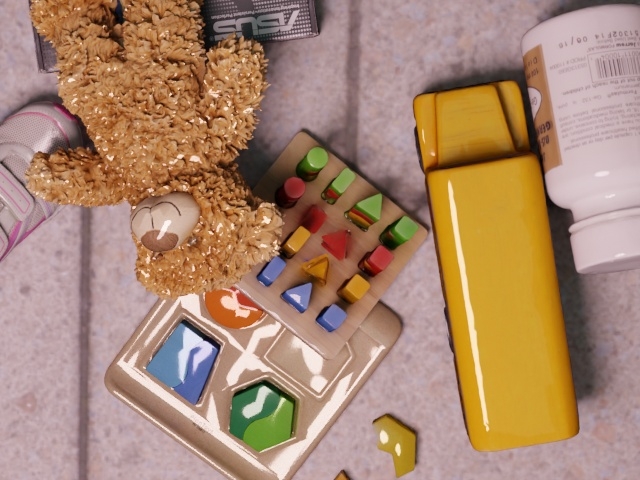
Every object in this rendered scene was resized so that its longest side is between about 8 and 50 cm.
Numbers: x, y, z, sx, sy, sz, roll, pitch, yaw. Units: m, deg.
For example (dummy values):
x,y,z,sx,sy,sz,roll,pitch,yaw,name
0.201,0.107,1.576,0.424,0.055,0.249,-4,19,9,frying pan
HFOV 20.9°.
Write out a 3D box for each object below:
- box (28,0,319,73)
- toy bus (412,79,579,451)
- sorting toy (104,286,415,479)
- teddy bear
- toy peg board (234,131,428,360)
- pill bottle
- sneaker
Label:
x,y,z,sx,sy,sz,roll,pitch,yaw,name
-0.147,-0.282,1.650,0.270,0.060,0.216,-7,95,2,box
0.163,0.020,1.637,0.108,0.130,0.332,-9,96,2,toy bus
-0.029,0.140,1.699,0.307,0.041,0.229,36,96,-2,sorting toy
-0.156,-0.113,1.569,0.245,0.113,0.338,-1,89,6,teddy bear
0.000,0.000,1.643,0.161,0.079,0.160,38,77,-2,toy peg board
0.265,-0.090,1.598,0.131,0.131,0.229,-9,80,2,pill bottle
-0.319,-0.024,1.655,0.103,0.111,0.252,38,95,-2,sneaker
